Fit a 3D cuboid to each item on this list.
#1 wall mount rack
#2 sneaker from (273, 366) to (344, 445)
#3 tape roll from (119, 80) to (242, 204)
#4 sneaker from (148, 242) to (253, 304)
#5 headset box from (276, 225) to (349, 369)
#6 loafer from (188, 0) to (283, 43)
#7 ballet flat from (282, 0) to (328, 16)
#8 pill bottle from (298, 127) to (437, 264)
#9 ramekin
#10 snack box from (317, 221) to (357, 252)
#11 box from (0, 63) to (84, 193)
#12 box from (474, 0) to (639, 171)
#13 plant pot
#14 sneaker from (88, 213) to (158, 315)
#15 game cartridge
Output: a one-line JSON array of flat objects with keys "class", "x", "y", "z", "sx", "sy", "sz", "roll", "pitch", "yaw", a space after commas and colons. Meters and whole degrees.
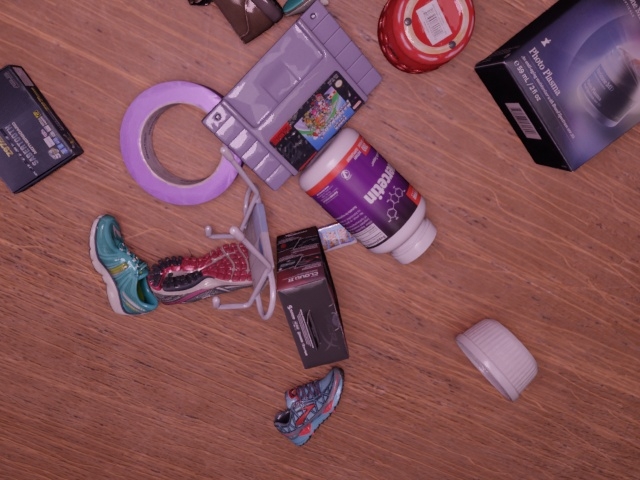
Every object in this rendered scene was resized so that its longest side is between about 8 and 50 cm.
[{"class": "wall mount rack", "x": -0.171, "y": -0.014, "z": 1.040, "sx": 0.130, "sy": 0.350, "sz": 0.304, "roll": 2, "pitch": 144, "yaw": -24}, {"class": "sneaker", "x": -0.035, "y": 0.440, "z": 1.318, "sx": 0.125, "sy": 0.104, "sz": 0.262, "roll": 33, "pitch": 102, "yaw": -9}, {"class": "tape roll", "x": -0.311, "y": -0.224, "z": 1.124, "sx": 0.274, "sy": 0.090, "sz": 0.275, "roll": 0, "pitch": 106, "yaw": -1}, {"class": "sneaker", "x": -0.268, "y": 0.088, "z": 1.214, "sx": 0.299, "sy": 0.121, "sz": 0.112, "roll": -6, "pitch": 142, "yaw": -11}, {"class": "headset box", "x": -0.021, "y": 0.130, "z": 1.115, "sx": 0.110, "sy": 0.293, "sz": 0.218, "roll": -15, "pitch": 117, "yaw": 2}, {"class": "loafer", "x": -0.252, "y": -0.555, "z": 1.008, "sx": 0.366, "sy": 0.134, "sz": 0.130, "roll": 40, "pitch": 110, "yaw": -9}, {"class": "ballet flat", "x": 0.011, "y": -0.554, "z": 1.057, "sx": 0.213, "sy": 0.072, "sz": 0.068, "roll": -44, "pitch": 133, "yaw": 12}, {"class": "pill bottle", "x": 0.117, "y": -0.095, "z": 1.130, "sx": 0.323, "sy": 0.181, "sz": 0.181, "roll": 41, "pitch": 100, "yaw": -13}, {"class": "ramekin", "x": 0.458, "y": 0.298, "z": 1.250, "sx": 0.109, "sy": 0.207, "sz": 0.207, "roll": -40, "pitch": 104, "yaw": 0}, {"class": "snack box", "x": 0.000, "y": 0.000, "z": 1.235, "sx": 0.178, "sy": 0.022, "sz": 0.064, "roll": -17, "pitch": 106, "yaw": 3}, {"class": "box", "x": -0.697, "y": -0.252, "z": 1.115, "sx": 0.183, "sy": 0.059, "sz": 0.233, "roll": -29, "pitch": 104, "yaw": 7}, {"class": "box", "x": 0.565, "y": -0.365, "z": 1.074, "sx": 0.294, "sy": 0.183, "sz": 0.296, "roll": -39, "pitch": 104, "yaw": 7}, {"class": "plant pot", "x": 0.229, "y": -0.461, "z": 1.037, "sx": 0.191, "sy": 0.174, "sz": 0.191, "roll": -1, "pitch": 105, "yaw": -4}, {"class": "sneaker", "x": -0.472, "y": 0.059, "z": 1.185, "sx": 0.109, "sy": 0.107, "sz": 0.275, "roll": -4, "pitch": 117, "yaw": 16}, {"class": "game cartridge", "x": -0.054, "y": -0.306, "z": 1.063, "sx": 0.230, "sy": 0.068, "sz": 0.355, "roll": 43, "pitch": 92, "yaw": -17}]
